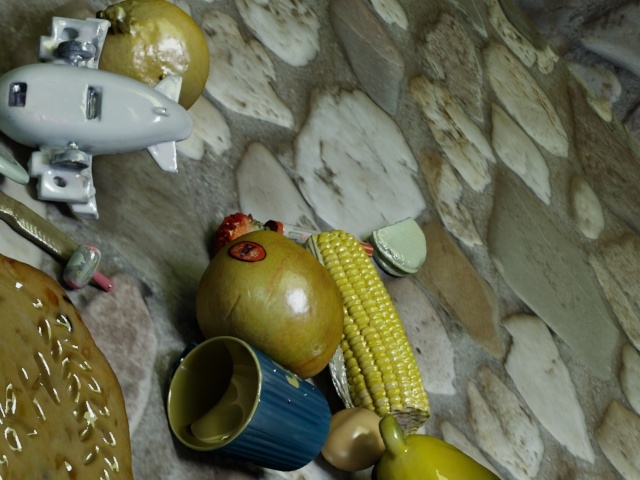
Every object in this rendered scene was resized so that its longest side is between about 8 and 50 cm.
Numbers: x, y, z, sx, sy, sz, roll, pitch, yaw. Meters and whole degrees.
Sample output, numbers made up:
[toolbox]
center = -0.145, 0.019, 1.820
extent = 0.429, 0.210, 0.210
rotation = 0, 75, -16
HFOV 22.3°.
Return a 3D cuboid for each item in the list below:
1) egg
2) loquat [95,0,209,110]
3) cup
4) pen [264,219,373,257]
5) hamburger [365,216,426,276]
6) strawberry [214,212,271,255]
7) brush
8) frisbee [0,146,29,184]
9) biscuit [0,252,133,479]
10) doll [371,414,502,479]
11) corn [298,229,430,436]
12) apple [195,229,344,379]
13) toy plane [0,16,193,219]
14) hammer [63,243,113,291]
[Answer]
[egg]
center = 0.039, 0.246, 2.005
extent = 0.080, 0.080, 0.096
rotation = 61, 20, 16
[loquat]
center = -0.228, -0.227, 2.031
extent = 0.149, 0.172, 0.204
rotation = 58, -1, 36
[cup]
center = -0.086, 0.182, 1.848
extent = 0.155, 0.131, 0.176
rotation = 31, 8, -47
[pen]
center = 0.000, 0.000, 2.311
extent = 0.239, 0.028, 0.028
rotation = 14, 46, -53
[hamburger]
center = 0.119, 0.017, 2.469
extent = 0.121, 0.054, 0.084
rotation = -14, 74, -60
[strawberry]
center = -0.100, 0.028, 2.088
extent = 0.104, 0.048, 0.152
rotation = 45, 40, -33
[brush]
center = -0.349, -0.047, 1.771
extent = 0.248, 0.036, 0.043
rotation = 39, 39, -30
[frisbee]
center = -0.363, -0.099, 1.780
extent = 0.110, 0.014, 0.110
rotation = 39, 2, -1
[biscuit]
center = -0.288, 0.162, 1.533
extent = 0.359, 0.046, 0.359
rotation = 46, 29, -36
[doll]
center = 0.214, 0.401, 2.039
extent = 0.423, 0.161, 0.348
rotation = 60, 13, 11
[corn]
center = 0.049, 0.131, 2.146
extent = 0.123, 0.122, 0.305
rotation = 101, -30, -63
[apple]
center = -0.059, 0.077, 1.941
extent = 0.182, 0.182, 0.155
rotation = 38, 63, -30
[toy plane]
center = -0.268, -0.146, 1.896
extent = 0.245, 0.117, 0.244
rotation = 4, 78, -18
[hammer]
center = -0.255, 0.039, 1.823
extent = 0.031, 0.052, 0.083
rotation = 23, -13, 30
